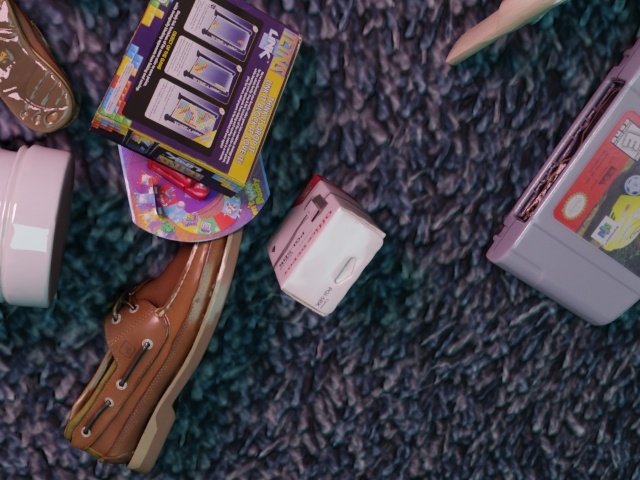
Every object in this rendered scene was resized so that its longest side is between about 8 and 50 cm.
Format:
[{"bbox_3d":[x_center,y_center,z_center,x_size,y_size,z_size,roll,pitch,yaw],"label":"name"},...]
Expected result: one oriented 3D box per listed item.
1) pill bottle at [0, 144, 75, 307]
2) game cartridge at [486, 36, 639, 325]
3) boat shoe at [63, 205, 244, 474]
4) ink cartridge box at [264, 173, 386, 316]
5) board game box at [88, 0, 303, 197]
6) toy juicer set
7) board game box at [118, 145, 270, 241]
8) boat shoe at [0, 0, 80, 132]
[{"bbox_3d":[-0.389,-0.033,0.629,0.334,0.188,0.188,8,106,-15],"label":"pill bottle"},{"bbox_3d":[0.345,-0.053,0.849,0.196,0.060,0.294,29,101,-23],"label":"game cartridge"},{"bbox_3d":[-0.170,0.093,0.758,0.104,0.111,0.307,21,98,-12],"label":"boat shoe"},{"bbox_3d":[0.000,0.000,0.748,0.056,0.135,0.099,33,99,-19],"label":"ink cartridge box"},{"bbox_3d":[-0.108,-0.145,0.681,0.141,0.048,0.170,27,67,-19],"label":"board game box"},{"bbox_3d":[0.264,-0.273,0.672,0.089,0.209,0.329,38,97,-12],"label":"toy juicer set"},{"bbox_3d":[-0.119,-0.084,0.706,0.133,0.033,0.168,-10,80,-16],"label":"board game box"},{"bbox_3d":[-0.281,-0.175,0.674,0.064,0.060,0.178,-34,98,4],"label":"boat shoe"}]
